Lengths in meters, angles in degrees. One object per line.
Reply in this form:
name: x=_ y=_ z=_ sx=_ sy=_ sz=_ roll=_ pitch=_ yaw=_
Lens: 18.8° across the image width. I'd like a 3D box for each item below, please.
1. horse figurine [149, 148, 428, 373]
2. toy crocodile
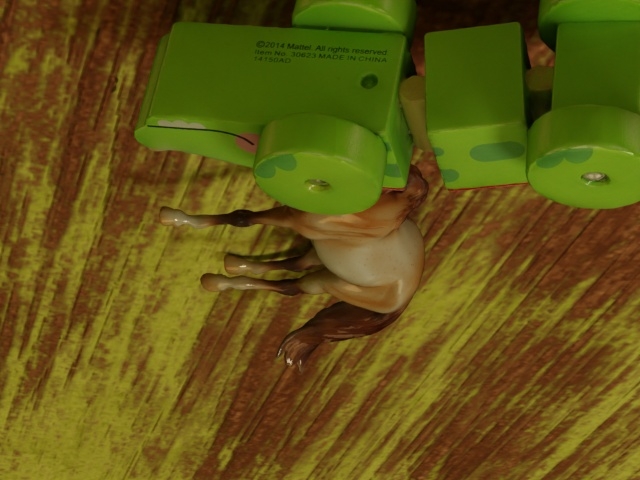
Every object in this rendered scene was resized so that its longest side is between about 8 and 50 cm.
horse figurine: x=0.000 y=0.000 z=1.191 sx=0.174 sy=0.066 sz=0.263 roll=2 pitch=152 yaw=16
toy crocodile: x=0.073 y=-0.066 z=0.979 sx=0.340 sy=0.115 sz=0.105 roll=1 pitch=152 yaw=13
